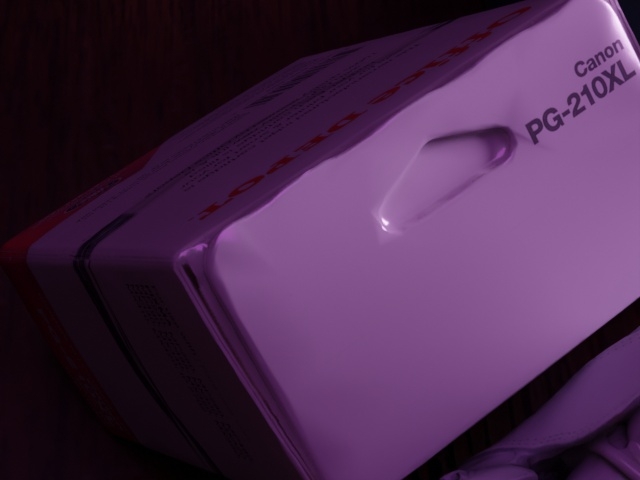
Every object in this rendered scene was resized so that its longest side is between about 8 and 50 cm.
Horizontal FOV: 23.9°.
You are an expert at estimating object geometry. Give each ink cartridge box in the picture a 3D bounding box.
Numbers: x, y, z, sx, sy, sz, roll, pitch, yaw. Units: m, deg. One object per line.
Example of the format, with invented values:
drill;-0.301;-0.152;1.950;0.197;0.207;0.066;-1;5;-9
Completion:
ink cartridge box;0.000;0.000;0.559;0.172;0.237;0.100;-34;104;-20

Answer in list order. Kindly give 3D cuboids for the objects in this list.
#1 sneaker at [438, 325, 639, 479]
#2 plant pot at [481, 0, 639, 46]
sneaker;0.140;0.061;0.425;0.210;0.366;0.137;-34;76;-29
plant pot;0.197;-0.145;0.655;0.293;0.235;0.293;-1;55;2
